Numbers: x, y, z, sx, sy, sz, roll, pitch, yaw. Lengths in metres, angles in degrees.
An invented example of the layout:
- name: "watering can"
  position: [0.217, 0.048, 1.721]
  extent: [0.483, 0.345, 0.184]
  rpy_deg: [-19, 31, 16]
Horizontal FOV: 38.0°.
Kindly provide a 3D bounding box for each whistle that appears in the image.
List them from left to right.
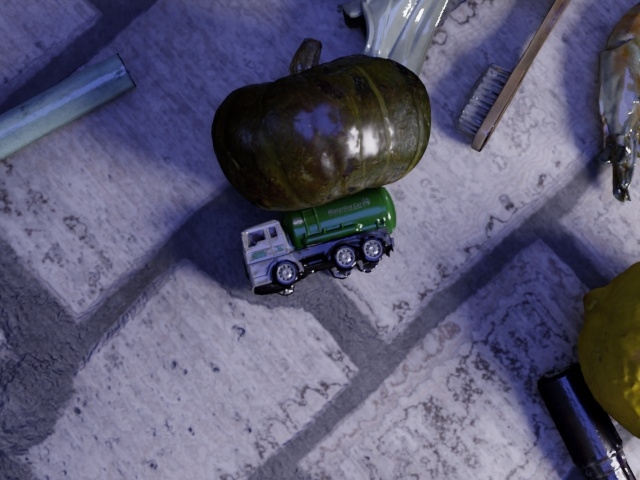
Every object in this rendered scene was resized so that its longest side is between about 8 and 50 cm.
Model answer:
- name: "whistle"
  position: [-0.428, -0.186, 1.407]
  extent: [0.312, 0.062, 0.062]
  rpy_deg: [-29, 86, -5]

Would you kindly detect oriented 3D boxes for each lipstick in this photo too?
- name: "lipstick"
  position: [0.418, 0.327, 1.382]
  extent: [0.081, 0.081, 0.300]
  rpy_deg: [-25, 85, -5]

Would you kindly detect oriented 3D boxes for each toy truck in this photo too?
- name: "toy truck"
  position: [0.000, 0.000, 1.389]
  extent: [0.242, 0.101, 0.125]
  rpy_deg: [-16, 81, -7]

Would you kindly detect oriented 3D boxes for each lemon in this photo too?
- name: "lemon"
  position: [0.514, 0.167, 1.314]
  extent: [0.321, 0.268, 0.268]
  rpy_deg: [36, 84, -2]

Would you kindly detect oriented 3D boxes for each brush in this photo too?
- name: "brush"
  position: [0.306, -0.288, 1.451]
  extent: [0.065, 0.070, 0.328]
  rpy_deg: [31, 82, 11]

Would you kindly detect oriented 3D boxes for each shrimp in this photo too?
- name: "shrimp"
  position: [0.537, -0.219, 1.450]
  extent: [0.246, 0.085, 0.361]
  rpy_deg: [22, 80, -7]

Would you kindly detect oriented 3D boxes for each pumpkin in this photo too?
- name: "pumpkin"
  position: [-0.017, -0.168, 1.300]
  extent: [0.324, 0.232, 0.242]
  rpy_deg: [-16, 89, 15]

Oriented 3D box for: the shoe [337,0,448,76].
- name: "shoe"
  position: [0.108, -0.351, 1.419]
  extent: [0.159, 0.124, 0.317]
  rpy_deg: [18, 87, 2]
